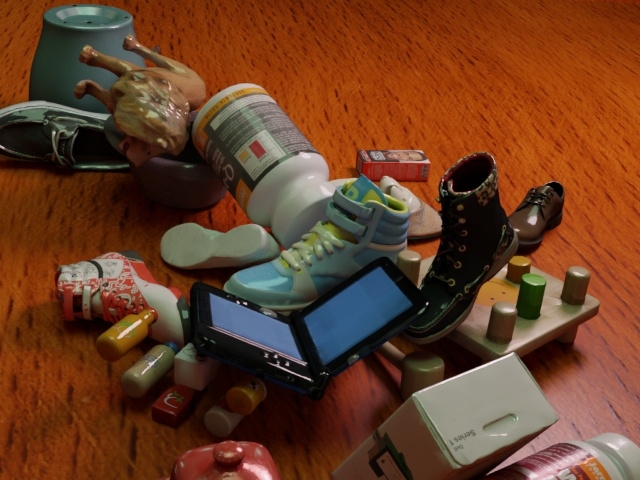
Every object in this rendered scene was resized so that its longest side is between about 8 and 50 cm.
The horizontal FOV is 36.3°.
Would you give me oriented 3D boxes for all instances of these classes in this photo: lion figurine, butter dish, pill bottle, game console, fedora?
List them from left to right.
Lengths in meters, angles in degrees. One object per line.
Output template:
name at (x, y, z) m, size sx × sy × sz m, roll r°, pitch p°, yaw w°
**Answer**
lion figurine at (-0.294, -0.273, 1.788) m, size 0.240 × 0.142 × 0.392 m, roll 24°, pitch 29°, yaw 7°
fedora at (-0.272, -0.145, 1.838) m, size 0.275 × 0.124 × 0.243 m, roll 20°, pitch 32°, yaw 14°
butter dish at (-0.102, 0.274, 1.074) m, size 0.160 × 0.118 × 0.160 m, roll -3°, pitch 28°, yaw -17°
pill bottle at (-0.085, -0.122, 1.646) m, size 0.162 × 0.162 × 0.278 m, roll -17°, pitch 56°, yaw -36°
game console at (-0.028, 0.077, 1.301) m, size 0.250 × 0.173 × 0.293 m, roll 24°, pitch 6°, yaw -12°
pill bottle at (0.265, 0.296, 1.093) m, size 0.221 × 0.121 × 0.121 m, roll -14°, pitch 33°, yaw -32°

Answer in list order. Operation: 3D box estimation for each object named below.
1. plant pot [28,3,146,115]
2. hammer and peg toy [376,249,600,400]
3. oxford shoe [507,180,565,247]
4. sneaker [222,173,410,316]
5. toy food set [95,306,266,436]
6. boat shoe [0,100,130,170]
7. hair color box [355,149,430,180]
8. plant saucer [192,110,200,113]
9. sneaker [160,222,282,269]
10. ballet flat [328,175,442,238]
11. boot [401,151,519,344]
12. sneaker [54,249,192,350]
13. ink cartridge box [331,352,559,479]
plant pot at (-0.489, -0.355, 2.060) m, size 0.272 × 0.255 × 0.271 m, roll 4°, pitch 27°, yaw -2°
hammer and peg toy at (0.210, 0.096, 1.458) m, size 0.361 × 0.127 × 0.266 m, roll -19°, pitch 36°, yaw -38°
oxford shoe at (0.393, -0.055, 1.816) m, size 0.083 × 0.096 × 0.227 m, roll 21°, pitch 33°, yaw 23°
sneaker at (0.000, 0.000, 1.517) m, size 0.319 × 0.208 × 0.127 m, roll -10°, pitch 34°, yaw -27°
toy food set at (-0.165, 0.170, 1.267) m, size 0.232 × 0.111 × 0.104 m, roll 14°, pitch 29°, yaw 20°
boat shoe at (-0.492, -0.201, 1.907) m, size 0.335 × 0.121 × 0.119 m, roll -1°, pitch 24°, yaw -17°
hair color box at (0.149, -0.156, 2.021) m, size 0.141 × 0.043 × 0.072 m, roll 0°, pitch 27°, yaw -12°
plant saucer at (-0.236, -0.230, 2.103) m, size 0.199 × 0.036 × 0.198 m, roll 5°, pitch 27°, yaw -2°
sneaker at (-0.164, 0.020, 1.611) m, size 0.212 × 0.080 × 0.094 m, roll 0°, pitch -17°, yaw 28°
ballet flat at (0.087, -0.060, 1.758) m, size 0.316 × 0.106 × 0.107 m, roll -2°, pitch 27°, yaw -14°
boot at (0.174, 0.009, 1.317) m, size 0.085 × 0.178 × 0.236 m, roll 26°, pitch 61°, yaw 38°
sneaker at (-0.292, 0.099, 1.409) m, size 0.145 × 0.090 × 0.270 m, roll -13°, pitch 29°, yaw -29°
ink cartridge box at (0.133, 0.229, 1.081) m, size 0.160 × 0.219 × 0.092 m, roll -15°, pitch 64°, yaw -35°
